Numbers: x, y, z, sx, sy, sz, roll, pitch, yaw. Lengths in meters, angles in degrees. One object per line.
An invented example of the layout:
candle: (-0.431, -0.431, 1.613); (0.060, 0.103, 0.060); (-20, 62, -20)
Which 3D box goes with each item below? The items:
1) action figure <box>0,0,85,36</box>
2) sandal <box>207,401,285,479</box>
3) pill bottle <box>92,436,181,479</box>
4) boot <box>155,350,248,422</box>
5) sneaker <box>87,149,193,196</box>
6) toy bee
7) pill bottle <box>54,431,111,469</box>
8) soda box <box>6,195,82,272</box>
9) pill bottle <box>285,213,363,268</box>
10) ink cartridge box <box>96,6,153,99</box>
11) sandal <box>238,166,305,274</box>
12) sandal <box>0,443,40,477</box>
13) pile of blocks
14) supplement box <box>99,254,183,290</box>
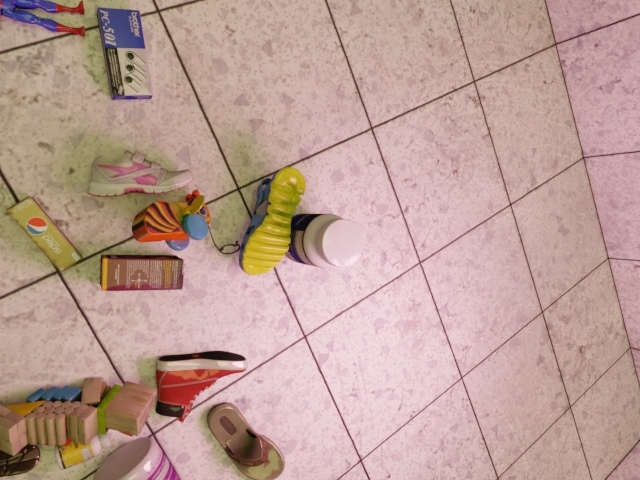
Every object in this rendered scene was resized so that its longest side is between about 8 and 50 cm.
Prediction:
action figure: (-0.669, -0.519, 0.990); (0.280, 0.139, 0.092); (-3, 93, -25)
sandal: (-0.214, 0.594, 1.314); (0.120, 0.086, 0.303); (-45, 111, -18)
pill bottle: (-0.426, 0.672, 1.163); (0.169, 0.169, 0.302); (-31, 106, -22)
boot: (-0.322, 0.400, 1.251); (0.244, 0.088, 0.176); (1, 93, -19)
sneaker: (-0.446, -0.170, 1.140); (0.252, 0.103, 0.111); (-7, 98, -28)
toy bee: (-0.355, -0.055, 1.183); (0.195, 0.298, 0.162); (-19, 72, 9)
pill bottle: (-0.584, 0.510, 1.130); (0.116, 0.065, 0.065); (-15, 100, -26)
soda box: (-0.641, -0.014, 1.071); (0.058, 0.061, 0.181); (-38, 109, -20)
pill bottle: (0.000, 0.000, 1.289); (0.153, 0.264, 0.153); (-2, 94, -28)
ink cartridge box: (-0.484, -0.458, 1.135); (0.097, 0.046, 0.207); (-10, 97, -28)
sandal: (-0.146, -0.055, 1.288); (0.126, 0.138, 0.317); (24, 88, -34)
sandal: (-0.762, 0.498, 1.039); (0.219, 0.060, 0.090); (7, 58, -27)
pile of blocks: (-0.589, 0.427, 1.104); (0.362, 0.149, 0.113); (3, 116, -20)
supplement box: (-0.449, 0.080, 1.152); (0.188, 0.104, 0.081); (2, 93, -27)
